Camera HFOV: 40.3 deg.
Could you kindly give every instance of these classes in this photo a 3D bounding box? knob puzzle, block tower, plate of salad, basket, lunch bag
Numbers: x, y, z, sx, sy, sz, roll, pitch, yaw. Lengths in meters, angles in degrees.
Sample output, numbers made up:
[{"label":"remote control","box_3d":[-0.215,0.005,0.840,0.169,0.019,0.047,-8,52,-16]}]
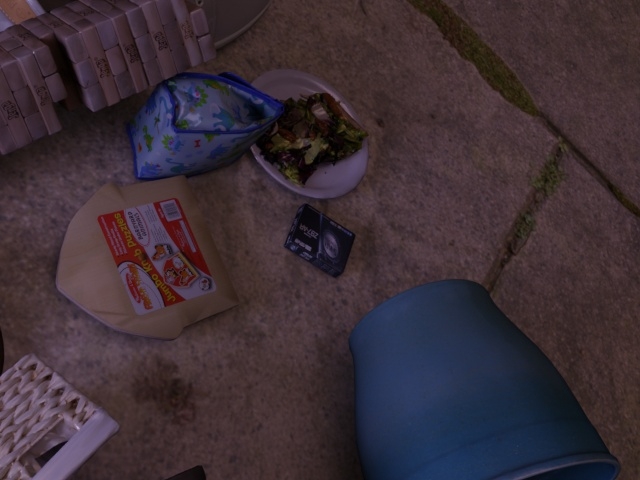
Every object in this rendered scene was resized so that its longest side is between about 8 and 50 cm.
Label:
[{"label":"knob puzzle","box_3d":[-0.206,0.026,0.973,0.213,0.030,0.213,15,61,-28]},{"label":"block tower","box_3d":[-0.282,-0.175,0.906,0.336,0.097,0.090,-31,130,-22]},{"label":"plate of salad","box_3d":[-0.013,-0.150,1.176,0.200,0.048,0.199,15,61,-28]},{"label":"basket","box_3d":[-0.268,0.186,0.768,0.103,0.167,0.113,45,51,0]},{"label":"lunch bag","box_3d":[-0.135,-0.134,1.035,0.151,0.129,0.096,0,70,-33]}]

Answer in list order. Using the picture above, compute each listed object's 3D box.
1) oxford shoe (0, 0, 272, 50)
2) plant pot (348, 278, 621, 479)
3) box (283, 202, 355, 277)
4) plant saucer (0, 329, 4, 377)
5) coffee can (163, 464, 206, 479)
[{"label":"oxford shoe","box_3d":[-0.210,-0.311,1.076,0.449,0.130,0.169,-26,82,-40]},{"label":"plant pot","box_3d":[0.155,0.193,0.992,0.272,0.271,0.255,2,53,-33]},{"label":"box","box_3d":[0.000,0.000,1.128,0.083,0.018,0.067,33,53,-16]},{"label":"plant saucer","box_3d":[-0.393,0.099,0.811,0.199,0.036,0.198,15,60,-28]},{"label":"coffee can","box_3d":[-0.144,0.359,0.738,0.202,0.201,0.275,-16,77,-38]}]
